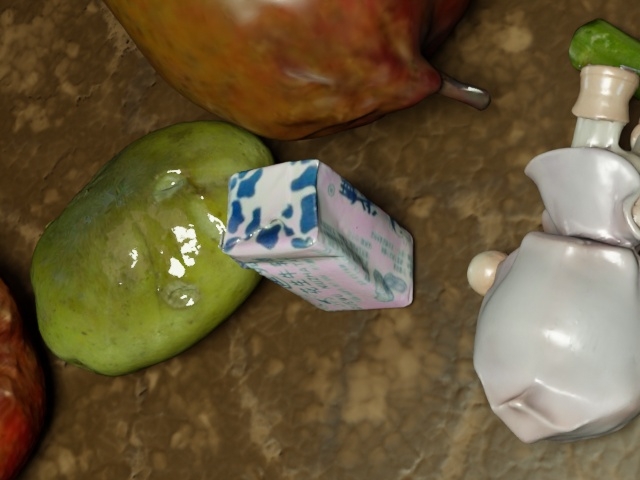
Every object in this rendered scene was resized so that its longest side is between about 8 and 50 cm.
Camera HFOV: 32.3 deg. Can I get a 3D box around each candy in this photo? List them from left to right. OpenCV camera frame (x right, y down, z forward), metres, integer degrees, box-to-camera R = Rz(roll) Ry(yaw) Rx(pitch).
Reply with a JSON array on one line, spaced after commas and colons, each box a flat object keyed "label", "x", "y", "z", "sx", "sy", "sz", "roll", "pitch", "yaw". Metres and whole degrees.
[{"label": "candy", "x": 0.000, "y": 0.000, "z": 0.858, "sx": 0.092, "sy": 0.160, "sz": 0.073, "roll": -7, "pitch": 66, "yaw": 30}]

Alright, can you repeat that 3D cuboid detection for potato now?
[{"label": "potato", "x": -0.139, "y": 0.003, "z": 0.929, "sx": 0.228, "sy": 0.148, "sz": 0.197, "roll": -23, "pitch": 40, "yaw": 23}]

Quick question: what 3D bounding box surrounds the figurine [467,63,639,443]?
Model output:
[{"label": "figurine", "x": 0.192, "y": 0.015, "z": 0.777, "sx": 0.200, "sy": 0.133, "sz": 0.276, "roll": 10, "pitch": 76, "yaw": 31}]

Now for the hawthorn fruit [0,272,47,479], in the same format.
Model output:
[{"label": "hawthorn fruit", "x": -0.384, "y": 0.147, "z": 0.933, "sx": 0.300, "sy": 0.275, "sz": 0.275, "roll": -44, "pitch": 59, "yaw": 17}]

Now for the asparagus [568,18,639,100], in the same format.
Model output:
[{"label": "asparagus", "x": 0.269, "y": -0.112, "z": 0.838, "sx": 0.178, "sy": 0.045, "sz": 0.041, "roll": 39, "pitch": 125, "yaw": 30}]

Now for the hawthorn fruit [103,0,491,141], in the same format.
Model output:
[{"label": "hawthorn fruit", "x": -0.033, "y": -0.228, "z": 0.885, "sx": 0.308, "sy": 0.308, "sz": 0.324, "roll": -14, "pitch": 75, "yaw": 20}]
